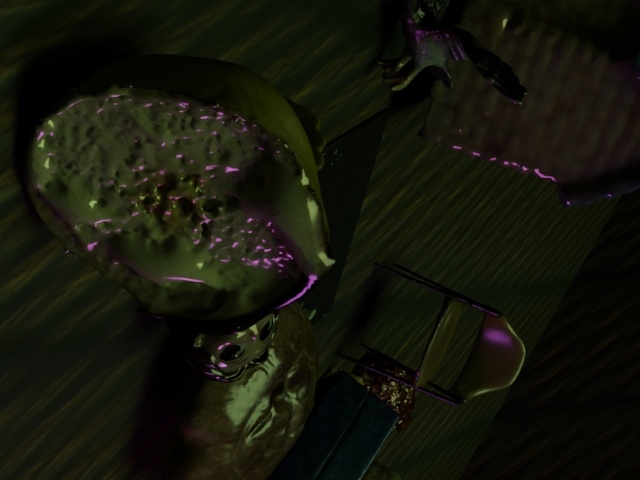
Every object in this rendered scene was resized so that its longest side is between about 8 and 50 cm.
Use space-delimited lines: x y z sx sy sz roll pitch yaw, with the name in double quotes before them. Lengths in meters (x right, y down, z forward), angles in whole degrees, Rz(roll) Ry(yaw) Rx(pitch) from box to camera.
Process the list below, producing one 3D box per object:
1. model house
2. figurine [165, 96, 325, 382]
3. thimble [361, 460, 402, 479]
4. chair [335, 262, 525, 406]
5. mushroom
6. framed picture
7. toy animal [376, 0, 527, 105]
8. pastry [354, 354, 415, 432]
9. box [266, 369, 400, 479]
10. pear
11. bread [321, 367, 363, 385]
"model house" 0.410 -0.301 2.057 0.395 0.400 0.445 -43 153 -64
"figurine" -0.088 0.026 1.485 0.315 0.168 0.187 93 19 -49
"thimble" 0.040 0.415 2.463 0.137 0.143 0.190 -66 163 7
"chair" 0.183 0.152 2.343 0.159 0.247 0.172 -68 162 8
"mushroom" -0.090 0.186 1.741 0.278 0.146 0.278 -56 163 -27
"framed picture" 0.000 0.000 1.984 0.244 0.013 0.324 -36 147 -57
"toy animal" 0.128 -0.248 1.834 0.197 0.272 0.160 3 138 -32
"pastry" 0.107 0.261 2.538 0.208 0.097 0.115 67 40 -66
"box" -0.050 0.323 1.934 0.261 0.116 0.279 -54 -174 -27
"pear" -0.096 -0.074 1.242 0.267 0.267 0.178 96 10 -47
"bread" 0.010 0.299 2.338 0.125 0.068 0.188 -50 158 -41
